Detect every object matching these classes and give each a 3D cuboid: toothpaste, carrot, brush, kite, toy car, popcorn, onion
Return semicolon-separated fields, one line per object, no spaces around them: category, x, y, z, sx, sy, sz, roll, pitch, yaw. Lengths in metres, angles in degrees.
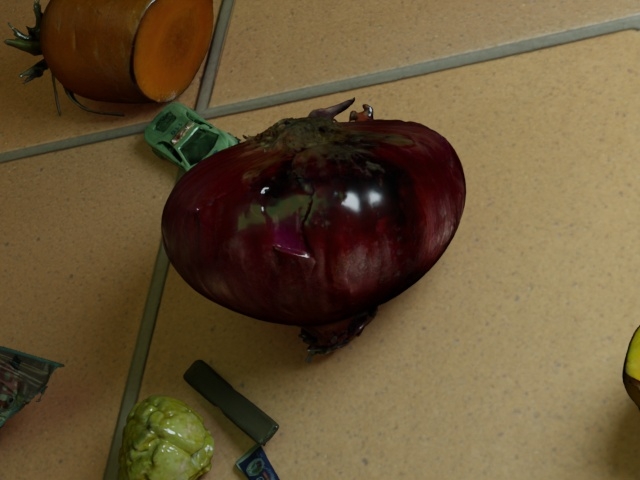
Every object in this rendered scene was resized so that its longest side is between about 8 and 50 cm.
toothpaste;-0.053;0.279;1.212;0.037;0.021;0.140;-40;44;-3
carrot;-0.313;-0.301;1.660;0.331;0.214;0.193;12;38;33
brush;-0.105;0.194;1.302;0.034;0.027;0.190;-49;40;-11
kite;-0.483;0.251;1.437;0.406;0.014;0.368;-40;62;20
toy car;-0.184;-0.143;1.559;0.093;0.058;0.186;-48;47;-7
popcorn;-0.179;0.241;1.268;0.106;0.116;0.121;4;54;-17
onion;0.000;0.000;1.234;0.347;0.285;0.347;-8;19;3

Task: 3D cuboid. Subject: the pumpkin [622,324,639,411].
pumpkin;0.367;0.171;0.936;0.190;0.139;0.280;-12;51;21
